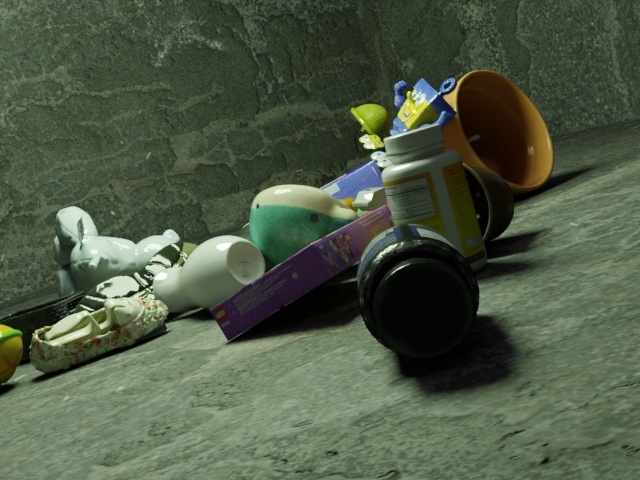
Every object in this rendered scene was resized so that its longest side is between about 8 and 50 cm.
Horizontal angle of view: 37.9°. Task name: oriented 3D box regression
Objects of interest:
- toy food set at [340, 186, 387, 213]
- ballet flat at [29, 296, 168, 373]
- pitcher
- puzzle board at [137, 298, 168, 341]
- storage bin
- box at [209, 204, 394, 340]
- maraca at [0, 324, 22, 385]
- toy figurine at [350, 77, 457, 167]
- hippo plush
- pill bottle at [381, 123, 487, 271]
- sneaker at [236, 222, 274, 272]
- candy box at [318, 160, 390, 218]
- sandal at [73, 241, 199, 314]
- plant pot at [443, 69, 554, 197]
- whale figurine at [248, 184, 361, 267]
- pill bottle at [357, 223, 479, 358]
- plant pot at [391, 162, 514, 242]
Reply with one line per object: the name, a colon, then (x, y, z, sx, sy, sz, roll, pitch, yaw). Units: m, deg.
toy food set: (0.106, -0.037, 1.800, 0.232, 0.111, 0.104, 1, 17, 40)
ballet flat: (-0.357, 0.140, 1.510, 0.241, 0.077, 0.091, -26, 43, -28)
pitcher: (-0.171, 0.067, 1.652, 0.177, 0.125, 0.207, 1, -17, -41)
puzzle board: (-0.321, 0.140, 1.599, 0.096, 0.011, 0.128, -18, 27, -14)
storage bin: (-0.520, 0.165, 1.721, 0.180, 0.084, 0.122, -16, 5, 15)
box: (-0.013, 0.042, 1.409, 0.201, 0.057, 0.293, -32, -2, 27)
maraca: (-0.545, 0.200, 1.470, 0.185, 0.099, 0.127, -40, -10, 17)
toy figurine: (0.215, -0.247, 1.943, 0.217, 0.191, 0.362, -52, 25, 15)
hippo plush: (-0.404, 0.029, 1.910, 0.236, 0.234, 0.294, -6, -32, -28)
pill bottle: (0.158, -0.053, 1.334, 0.117, 0.215, 0.117, -15, 6, 2)
sneaker: (-0.191, 0.027, 2.042, 0.147, 0.105, 0.296, -12, 9, -15)
candy box: (0.063, -0.082, 2.090, 0.268, 0.122, 0.317, -28, 1, 17)
sandal: (-0.322, 0.107, 1.737, 0.120, 0.086, 0.303, 35, 47, 24)
plant pot: (0.345, -0.202, 2.075, 0.291, 0.291, 0.203, -21, -9, -41)
whale figurine: (0.000, 0.000, 1.659, 0.272, 0.141, 0.216, 21, -17, -28)
pill bottle: (0.099, 0.052, 0.975, 0.122, 0.123, 0.219, -16, 6, 4)
plant pot: (0.223, -0.050, 1.483, 0.167, 0.167, 0.165, -12, -1, 31)
